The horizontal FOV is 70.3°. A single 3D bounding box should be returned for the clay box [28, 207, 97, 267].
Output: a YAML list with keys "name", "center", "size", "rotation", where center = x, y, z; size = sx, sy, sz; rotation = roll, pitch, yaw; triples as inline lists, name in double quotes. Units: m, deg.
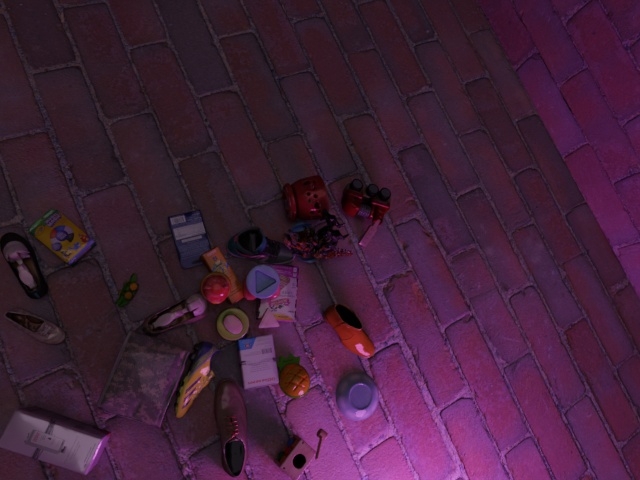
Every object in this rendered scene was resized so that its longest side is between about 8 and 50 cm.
- name: "clay box"
  center: [-0.987, -0.017, 1.729]
  size: [0.222, 0.053, 0.127]
  rotation: [40, 68, -4]

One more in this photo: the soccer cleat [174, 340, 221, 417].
- name: "soccer cleat"
  center: [-0.463, 0.529, 1.718]
  size: [0.121, 0.093, 0.290]
  rotation: [24, 70, -17]

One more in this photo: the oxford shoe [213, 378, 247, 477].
- name: "oxford shoe"
  center: [-0.322, 0.694, 1.693]
  size: [0.122, 0.130, 0.349]
  rotation: [-8, 78, -19]

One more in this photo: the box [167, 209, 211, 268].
- name: "box"
  center: [-0.531, -0.004, 1.870]
  size: [0.136, 0.036, 0.226]
  rotation: [-15, 81, -20]

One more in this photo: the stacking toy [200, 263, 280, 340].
- name: "stacking toy"
  center: [-0.290, 0.237, 1.744]
  size: [0.308, 0.130, 0.280]
  rotation: [-12, 89, -15]

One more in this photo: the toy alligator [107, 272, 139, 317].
- name: "toy alligator"
  center: [-0.744, 0.218, 1.742]
  size: [0.051, 0.056, 0.190]
  rotation: [45, 60, -46]

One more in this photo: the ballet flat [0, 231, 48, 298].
- name: "ballet flat"
  center: [-1.079, 0.081, 1.651]
  size: [0.095, 0.096, 0.281]
  rotation: [-32, 86, -21]

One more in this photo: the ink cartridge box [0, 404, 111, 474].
- name: "ink cartridge box"
  center: [-0.864, 0.653, 1.501]
  size: [0.282, 0.207, 0.117]
  rotation: [24, 68, -9]

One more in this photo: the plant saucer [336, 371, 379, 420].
- name: "plant saucer"
  center: [0.162, 0.652, 1.901]
  size: [0.194, 0.037, 0.195]
  rotation: [4, 75, -16]

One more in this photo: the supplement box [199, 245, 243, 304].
- name: "supplement box"
  center: [-0.392, 0.141, 1.833]
  size: [0.078, 0.080, 0.234]
  rotation: [-33, 95, -21]

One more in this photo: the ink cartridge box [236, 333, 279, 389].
- name: "ink cartridge box"
  center: [-0.250, 0.478, 1.800]
  size: [0.139, 0.082, 0.191]
  rotation: [-6, 79, -18]

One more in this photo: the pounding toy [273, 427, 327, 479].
- name: "pounding toy"
  center: [-0.070, 0.785, 1.717]
  size: [0.094, 0.181, 0.206]
  rotation: [43, 68, -2]

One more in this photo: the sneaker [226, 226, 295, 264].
- name: "sneaker"
  center: [-0.232, 0.022, 1.877]
  size: [0.295, 0.178, 0.124]
  rotation: [8, 73, -15]

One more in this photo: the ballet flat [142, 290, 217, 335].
- name: "ballet flat"
  center: [-0.530, 0.279, 1.757]
  size: [0.315, 0.106, 0.108]
  rotation: [-29, 85, -22]

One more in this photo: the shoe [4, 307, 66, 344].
- name: "shoe"
  center: [-1.023, 0.309, 1.626]
  size: [0.218, 0.058, 0.077]
  rotation: [29, 69, -8]

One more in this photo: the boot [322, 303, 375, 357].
- name: "boot"
  center: [0.138, 0.377, 1.875]
  size: [0.295, 0.211, 0.104]
  rotation: [41, 69, -3]

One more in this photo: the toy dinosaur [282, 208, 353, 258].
- name: "toy dinosaur"
  center: [0.000, 0.000, 1.931]
  size: [0.321, 0.218, 0.164]
  rotation: [3, 44, -47]

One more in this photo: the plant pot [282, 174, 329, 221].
- name: "plant pot"
  center: [-0.070, -0.179, 1.977]
  size: [0.173, 0.191, 0.191]
  rotation: [-9, 78, -14]

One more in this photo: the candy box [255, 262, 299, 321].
- name: "candy box"
  center: [-0.179, 0.218, 1.897]
  size: [0.159, 0.071, 0.234]
  rotation: [7, 74, -14]

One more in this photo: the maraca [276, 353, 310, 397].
- name: "maraca"
  center: [-0.112, 0.541, 1.821]
  size: [0.127, 0.099, 0.186]
  rotation: [-8, 52, -22]

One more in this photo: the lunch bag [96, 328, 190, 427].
- name: "lunch bag"
  center: [-0.632, 0.500, 1.634]
  size: [0.235, 0.169, 0.287]
  rotation: [22, 66, -10]

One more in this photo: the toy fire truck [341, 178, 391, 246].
- name: "toy fire truck"
  center: [0.196, -0.121, 2.078]
  size: [0.216, 0.158, 0.247]
  rotation: [16, 61, -13]

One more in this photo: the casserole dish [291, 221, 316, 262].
- name: "casserole dish"
  center: [-0.068, 0.011, 2.007]
  size: [0.114, 0.037, 0.189]
  rotation: [-14, 79, -19]
